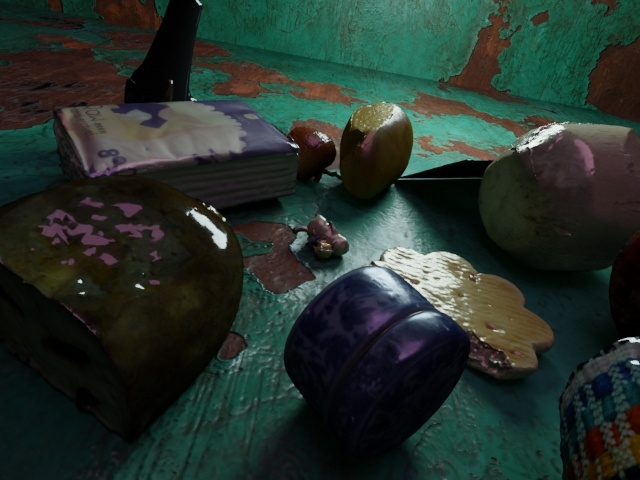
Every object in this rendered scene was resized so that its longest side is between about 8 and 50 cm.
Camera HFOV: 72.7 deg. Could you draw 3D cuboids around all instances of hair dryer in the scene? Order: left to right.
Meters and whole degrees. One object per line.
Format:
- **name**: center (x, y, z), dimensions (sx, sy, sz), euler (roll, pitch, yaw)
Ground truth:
- **hair dryer**: center (-0.212, -0.294, 0.916), dimensions (0.360, 0.303, 0.120), euler (15, 11, -40)

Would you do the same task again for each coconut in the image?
- **coconut**: center (0.415, -0.071, 0.716), dimensions (0.248, 0.244, 0.245), euler (-5, 34, -12)

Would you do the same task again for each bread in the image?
- **bread**: center (0.182, 0.082, 0.587), dimensions (0.251, 0.038, 0.182), euler (29, 35, 27)

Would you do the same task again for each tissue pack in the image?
- **tissue pack**: center (-0.241, -0.146, 0.738), dimensions (0.344, 0.125, 0.242), euler (-14, 44, -34)

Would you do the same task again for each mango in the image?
- **mango**: center (0.110, -0.181, 0.887), dimensions (0.130, 0.167, 0.262), euler (-1, 31, 29)

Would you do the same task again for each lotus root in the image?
- **lotus root**: center (-0.199, 0.020, 0.474), dimensions (0.267, 0.149, 0.260), euler (26, 35, 18)

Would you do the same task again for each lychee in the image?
- **lychee**: center (-0.010, -0.171, 0.881), dimensions (0.140, 0.101, 0.114), euler (37, 53, 15)

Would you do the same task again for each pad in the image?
- **pad**: center (0.374, -0.150, 0.933), dimensions (0.368, 0.007, 0.248), euler (-5, 2, -23)

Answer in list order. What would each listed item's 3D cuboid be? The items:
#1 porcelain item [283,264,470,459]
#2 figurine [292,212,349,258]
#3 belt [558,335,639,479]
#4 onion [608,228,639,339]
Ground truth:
- **porcelain item**: center (0.054, 0.110, 0.397), dimensions (0.147, 0.147, 0.114), euler (-14, 38, -35)
- **figurine**: center (0.000, 0.000, 0.668), dimensions (0.051, 0.047, 0.083), euler (-33, 57, -30)
- **belt**: center (0.311, 0.203, 0.279), dimensions (0.295, 0.206, 0.160), euler (33, 31, 7)
- **onion**: center (0.483, 0.068, 0.510), dimensions (0.190, 0.246, 0.246), euler (-7, 35, -40)
